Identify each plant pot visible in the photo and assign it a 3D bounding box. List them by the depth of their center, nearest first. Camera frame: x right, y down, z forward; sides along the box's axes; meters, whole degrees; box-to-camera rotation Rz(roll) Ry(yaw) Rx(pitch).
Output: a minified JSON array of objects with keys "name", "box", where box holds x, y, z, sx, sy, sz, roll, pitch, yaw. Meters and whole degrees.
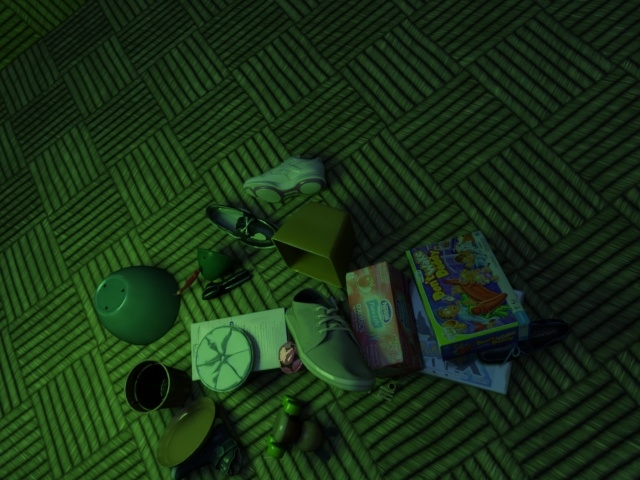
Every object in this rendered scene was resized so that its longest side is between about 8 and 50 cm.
[{"name":"plant pot","box":[-0.412,0.601,1.553,0.236,0.032,0.236,-30,27,17]},{"name":"plant pot","box":[0.000,0.000,1.600,0.212,0.212,0.187,18,65,23]},{"name":"plant pot","box":[-0.518,0.478,1.619,0.167,0.165,0.167,-6,70,16]},{"name":"plant pot","box":[-0.673,0.211,1.748,0.290,0.195,0.290,-6,70,16]}]

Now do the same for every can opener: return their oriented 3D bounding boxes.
[{"name":"can opener","box":[-0.326,0.157,1.730,0.186,0.059,0.073,-26,38,-2]}]

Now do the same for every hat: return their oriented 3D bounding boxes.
[{"name":"hat","box":[-0.384,0.131,1.708,0.173,0.208,0.183,18,83,-20]}]

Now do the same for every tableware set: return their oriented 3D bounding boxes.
[{"name":"tableware set","box":[0.161,0.408,1.493,0.154,0.024,0.104,19,78,24]}]

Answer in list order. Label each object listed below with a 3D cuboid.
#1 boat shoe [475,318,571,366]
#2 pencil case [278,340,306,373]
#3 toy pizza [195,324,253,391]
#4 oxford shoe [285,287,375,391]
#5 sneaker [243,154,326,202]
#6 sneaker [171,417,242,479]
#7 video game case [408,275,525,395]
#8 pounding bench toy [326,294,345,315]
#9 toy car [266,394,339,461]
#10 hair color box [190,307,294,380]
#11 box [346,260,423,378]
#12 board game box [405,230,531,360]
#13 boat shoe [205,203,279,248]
[{"name":"boat shoe","box":[0.544,0.259,1.343,0.258,0.089,0.109,-23,74,-3]},{"name":"pencil case","box":[-0.050,0.332,1.488,0.095,0.209,0.098,-6,86,21]},{"name":"toy pizza","box":[-0.296,0.365,1.542,0.201,0.032,0.201,-5,73,18]},{"name":"oxford shoe","box":[0.016,0.257,1.371,0.449,0.169,0.130,44,119,60]},{"name":"sneaker","box":[-0.125,-0.223,1.778,0.305,0.114,0.152,-6,56,12]},{"name":"sneaker","box":[-0.345,0.690,1.531,0.163,0.086,0.226,39,86,28]},{"name":"video game case","box":[0.401,0.260,1.456,0.329,0.036,0.300,10,75,22]},{"name":"pounding bench toy","box":[0.047,0.208,1.577,0.083,0.065,0.052,-29,65,8]},{"name":"toy car","box":[-0.046,0.571,1.472,0.188,0.149,0.155,22,83,-5]},{"name":"hair color box","box":[-0.246,0.340,1.608,0.339,0.110,0.185,-11,71,13]},{"name":"box","box":[0.182,0.232,1.445,0.142,0.154,0.300,-21,58,26]},{"name":"board game box","box":[0.398,0.143,1.388,0.233,0.078,0.347,-16,44,5]},{"name":"boat shoe","box":[-0.279,-0.052,1.763,0.302,0.091,0.114,15,77,23]}]
